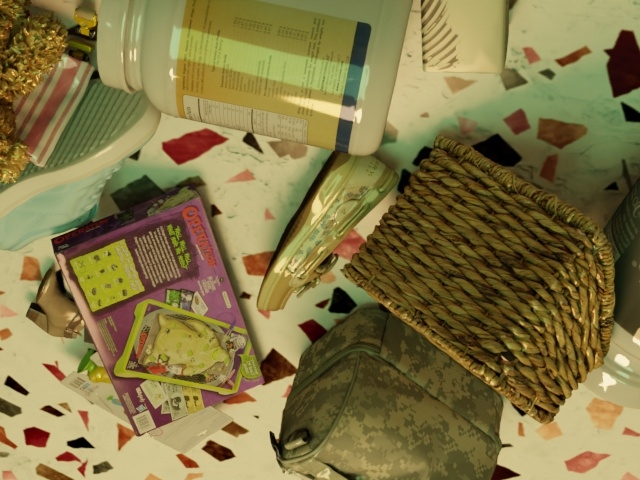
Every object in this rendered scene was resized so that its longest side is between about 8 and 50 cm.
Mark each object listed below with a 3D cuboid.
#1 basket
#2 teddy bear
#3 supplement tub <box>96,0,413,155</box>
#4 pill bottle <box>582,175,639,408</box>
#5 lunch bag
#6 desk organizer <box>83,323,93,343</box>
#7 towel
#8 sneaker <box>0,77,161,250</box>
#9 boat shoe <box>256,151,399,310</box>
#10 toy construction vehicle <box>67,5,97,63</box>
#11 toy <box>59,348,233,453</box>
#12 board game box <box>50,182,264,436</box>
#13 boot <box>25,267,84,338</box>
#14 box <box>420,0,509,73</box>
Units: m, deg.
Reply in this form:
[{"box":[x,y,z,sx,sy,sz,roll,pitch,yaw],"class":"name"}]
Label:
[{"box":[0.220,0.051,1.432,0.223,0.299,0.213,-54,136,-1],"class":"basket"},{"box":[-0.412,-0.232,1.357,0.245,0.113,0.338,23,93,-4],"class":"teddy bear"},{"box":[-0.067,-0.232,1.292,0.316,0.228,0.228,13,129,2],"class":"supplement tub"},{"box":[0.441,0.025,1.405,0.210,0.210,0.363,21,129,-5],"class":"pill bottle"},{"box":[0.092,0.282,1.647,0.305,0.256,0.212,39,125,-18],"class":"lunch bag"},{"box":[-0.279,0.130,1.733,0.130,0.050,0.047,12,130,2],"class":"desk organizer"},{"box":[-0.394,-0.193,1.431,0.197,0.029,0.144,26,88,-6],"class":"towel"},{"box":[-0.327,-0.092,1.538,0.366,0.135,0.150,-22,147,28],"class":"sneaker"},{"box":[0.000,0.000,1.540,0.089,0.104,0.285,27,127,-7],"class":"boat shoe"},{"box":[-0.268,-0.246,1.450,0.086,0.035,0.098,15,133,6],"class":"toy construction vehicle"},{"box":[-0.263,0.232,1.804,0.237,0.056,0.137,32,131,-25],"class":"toy"},{"box":[-0.220,0.105,1.646,0.208,0.056,0.347,-20,125,-6],"class":"board game box"},{"box":[-0.382,0.097,1.739,0.087,0.042,0.118,23,130,-15],"class":"boot"},{"box":[0.156,-0.322,1.253,0.094,0.113,0.275,2,127,11],"class":"box"}]
